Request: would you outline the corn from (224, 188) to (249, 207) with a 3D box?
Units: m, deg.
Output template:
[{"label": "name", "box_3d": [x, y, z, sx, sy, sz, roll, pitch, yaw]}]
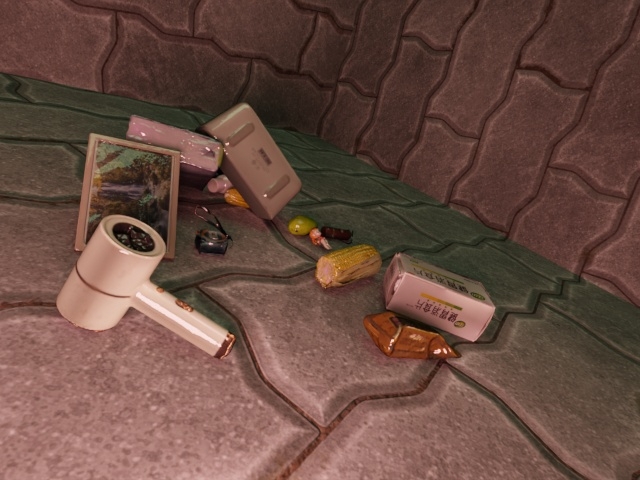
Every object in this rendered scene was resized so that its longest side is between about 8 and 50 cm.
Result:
[{"label": "corn", "box_3d": [-0.287, -0.163, 1.647, 0.206, 0.068, 0.067, 10, 24, -33]}]

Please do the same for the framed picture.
[{"label": "framed picture", "box_3d": [-0.502, -0.115, 1.096, 0.240, 0.325, 0.020, 9, -19, -30]}]

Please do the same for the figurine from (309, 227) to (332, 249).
[{"label": "figurine", "box_3d": [0.000, 0.000, 1.560, 0.109, 0.047, 0.064, 45, 23, 24]}]

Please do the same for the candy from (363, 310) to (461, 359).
[{"label": "candy", "box_3d": [0.253, 0.264, 1.102, 0.271, 0.101, 0.143, 16, 16, -30]}]

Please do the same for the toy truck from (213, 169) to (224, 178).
[{"label": "toy truck", "box_3d": [-0.430, -0.330, 1.870, 0.116, 0.110, 0.216, 22, 17, -35]}]

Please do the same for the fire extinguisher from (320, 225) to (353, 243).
[{"label": "fire extinguisher", "box_3d": [0.078, -0.021, 1.690, 0.157, 0.045, 0.078, 8, 53, -32]}]

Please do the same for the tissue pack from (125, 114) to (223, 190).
[{"label": "tissue pack", "box_3d": [-0.512, -0.285, 1.423, 0.287, 0.124, 0.394, 14, -8, -23]}]

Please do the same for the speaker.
[{"label": "speaker", "box_3d": [-0.251, -0.288, 1.506, 0.406, 0.184, 0.183, 55, -21, -24]}]

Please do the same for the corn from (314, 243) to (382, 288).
[{"label": "corn", "box_3d": [0.097, 0.086, 1.367, 0.305, 0.122, 0.123, -11, 66, -50]}]

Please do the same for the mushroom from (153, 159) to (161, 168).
[{"label": "mushroom", "box_3d": [-0.539, -0.151, 1.240, 0.173, 0.162, 0.236, -1, -13, -36]}]

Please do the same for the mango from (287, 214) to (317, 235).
[{"label": "mango", "box_3d": [-0.065, -0.063, 1.606, 0.091, 0.074, 0.165, 27, 22, 20]}]

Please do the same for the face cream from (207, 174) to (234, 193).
[{"label": "face cream", "box_3d": [-0.371, -0.242, 1.741, 0.081, 0.082, 0.269, 29, 24, 19]}]

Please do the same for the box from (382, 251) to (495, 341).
[{"label": "box", "box_3d": [0.372, 0.177, 1.347, 0.332, 0.145, 0.173, 21, 20, -4]}]

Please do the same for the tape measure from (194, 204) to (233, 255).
[{"label": "tape measure", "box_3d": [-0.317, -0.041, 1.202, 0.104, 0.180, 0.107, -9, 34, -24]}]

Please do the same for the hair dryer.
[{"label": "hair dryer", "box_3d": [-0.309, 0.131, 0.815, 0.361, 0.203, 0.128, 35, 16, -11]}]
